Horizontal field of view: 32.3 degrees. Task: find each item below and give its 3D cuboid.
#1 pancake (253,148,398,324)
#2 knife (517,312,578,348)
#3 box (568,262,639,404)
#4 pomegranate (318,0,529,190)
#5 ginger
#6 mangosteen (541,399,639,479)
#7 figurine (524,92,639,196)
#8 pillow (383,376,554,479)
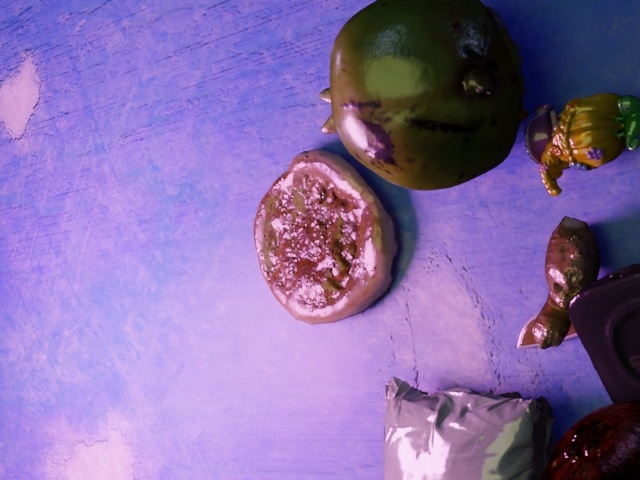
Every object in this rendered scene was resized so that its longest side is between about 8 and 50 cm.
[{"bbox_3d":[0.000,0.000,1.652,0.282,0.049,0.283,6,98,45],"label":"pancake"},{"bbox_3d":[0.339,0.086,1.362,0.256,0.022,0.046,-29,77,40],"label":"knife"},{"bbox_3d":[0.397,0.115,1.254,0.212,0.042,0.201,-22,103,41],"label":"box"},{"bbox_3d":[0.114,-0.187,1.412,0.340,0.260,0.261,-14,83,55],"label":"pomegranate"},{"bbox_3d":[0.299,0.055,1.337,0.067,0.096,0.165,12,91,3],"label":"ginger"},{"bbox_3d":[0.373,0.311,1.234,0.261,0.235,0.235,47,130,-11],"label":"mangosteen"},{"bbox_3d":[0.319,-0.113,1.314,0.156,0.094,0.115,-5,78,47],"label":"figurine"},{"bbox_3d":[0.181,0.339,1.451,0.283,0.138,0.310,4,94,51],"label":"pillow"}]
